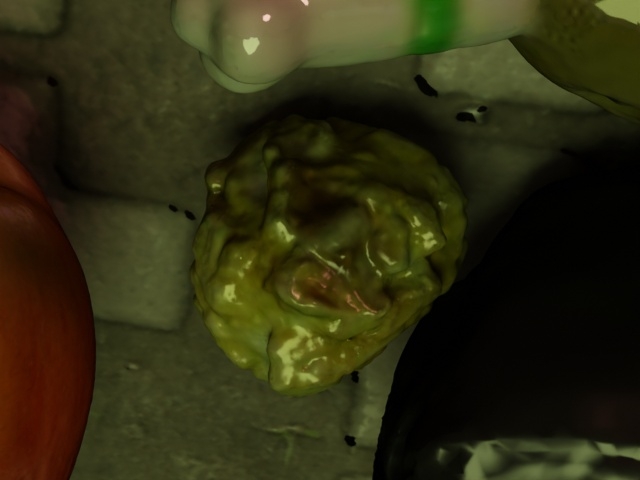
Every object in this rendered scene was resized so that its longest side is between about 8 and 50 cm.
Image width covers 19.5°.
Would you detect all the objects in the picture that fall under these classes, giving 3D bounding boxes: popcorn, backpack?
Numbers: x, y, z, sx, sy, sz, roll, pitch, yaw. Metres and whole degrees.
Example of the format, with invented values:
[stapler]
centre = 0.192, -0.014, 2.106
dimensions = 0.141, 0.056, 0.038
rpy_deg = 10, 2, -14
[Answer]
[popcorn]
centre = 0.000, 0.000, 0.784
dimensions = 0.120, 0.116, 0.106
rpy_deg = -30, 98, 23
[backpack]
centre = 0.201, 0.185, 0.843
dimensions = 0.363, 0.255, 0.446
rpy_deg = 3, 136, 13

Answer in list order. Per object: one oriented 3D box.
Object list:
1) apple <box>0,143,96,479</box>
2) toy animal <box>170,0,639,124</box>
[apple]
centre = -0.200, 0.052, 0.775
dimensions = 0.242, 0.242, 0.241
rpy_deg = 23, 116, -14
[toy animal]
centre = 0.145, -0.098, 0.623
dimensions = 0.363, 0.181, 0.180
rpy_deg = -11, 132, 9
